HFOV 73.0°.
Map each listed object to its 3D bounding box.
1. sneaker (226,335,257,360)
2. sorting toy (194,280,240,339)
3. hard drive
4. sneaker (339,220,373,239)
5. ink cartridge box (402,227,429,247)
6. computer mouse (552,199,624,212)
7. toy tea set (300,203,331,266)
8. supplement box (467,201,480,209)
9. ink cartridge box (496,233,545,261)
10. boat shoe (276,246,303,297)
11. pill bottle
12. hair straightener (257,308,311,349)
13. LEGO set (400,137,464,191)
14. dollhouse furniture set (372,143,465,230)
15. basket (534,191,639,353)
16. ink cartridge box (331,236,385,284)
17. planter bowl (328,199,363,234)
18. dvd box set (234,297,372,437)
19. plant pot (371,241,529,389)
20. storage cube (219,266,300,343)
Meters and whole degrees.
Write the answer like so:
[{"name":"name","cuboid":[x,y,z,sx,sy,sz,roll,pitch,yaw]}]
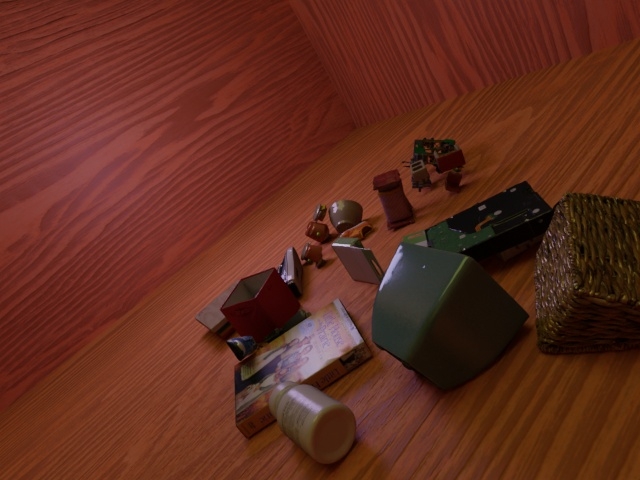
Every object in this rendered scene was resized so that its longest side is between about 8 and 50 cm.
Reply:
[{"name":"sneaker","cuboid":[-0.257,0.347,1.436,0.081,0.080,0.211,-34,-7,-15]},{"name":"sorting toy","cuboid":[-0.391,0.304,1.887,0.255,0.089,0.257,-41,22,-23]},{"name":"hard drive","cuboid":[0.480,-0.035,1.265,0.339,0.064,0.237,-27,20,18]},{"name":"sneaker","cuboid":[0.150,-0.023,1.885,0.175,0.064,0.067,-36,30,-1]},{"name":"ink cartridge box","cuboid":[0.326,0.048,1.462,0.109,0.062,0.209,-20,23,29]},{"name":"computer mouse","cuboid":[0.722,-0.039,1.089,0.188,0.072,0.272,-36,33,-15]},{"name":"toy tea set","cuboid":[0.000,0.000,1.987,0.200,0.124,0.336,120,165,-48]},{"name":"supplement box","cuboid":[0.548,-0.091,1.468,0.043,0.055,0.083,-35,20,-4]},{"name":"ink cartridge box","cuboid":[0.562,-0.009,1.258,0.135,0.056,0.099,-32,20,4]},{"name":"boat shoe","cuboid":[-0.168,0.146,1.859,0.158,0.127,0.340,-22,22,7]},{"name":"pill bottle","cuboid":[-0.030,0.421,1.035,0.131,0.131,0.229,-42,22,-24]},{"name":"hair straightener","cuboid":[-0.139,0.309,1.484,0.230,0.089,0.047,-34,56,13]},{"name":"LEGO set","cuboid":[0.518,-0.338,1.982,0.254,0.192,0.331,-1,27,0]},{"name":"dollhouse furniture set","cuboid":[0.414,-0.212,1.753,0.374,0.201,0.152,-20,23,16]},{"name":"basket","cuboid":[0.588,0.079,0.901,0.213,0.223,0.299,10,47,14]},{"name":"ink cartridge box","cuboid":[0.154,0.073,1.500,0.056,0.171,0.235,-42,23,-24]},{"name":"planter bowl","cuboid":[0.117,-0.095,1.991,0.162,0.162,0.109,-21,49,28]},{"name":"dvd box set","cuboid":[-0.071,0.367,1.315,0.420,0.062,0.307,-33,20,0]},{"name":"plant pot","cuboid":[0.264,0.185,1.004,0.252,0.247,0.248,-54,25,-10]},{"name":"storage cube","cuboid":[-0.219,0.247,1.618,0.183,0.193,0.215,-21,23,29]}]
